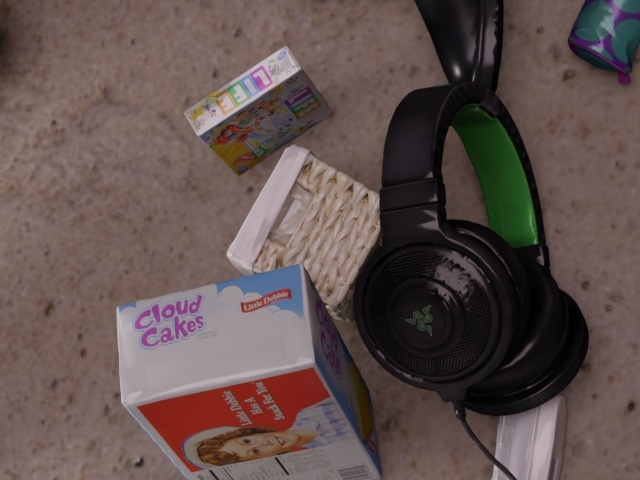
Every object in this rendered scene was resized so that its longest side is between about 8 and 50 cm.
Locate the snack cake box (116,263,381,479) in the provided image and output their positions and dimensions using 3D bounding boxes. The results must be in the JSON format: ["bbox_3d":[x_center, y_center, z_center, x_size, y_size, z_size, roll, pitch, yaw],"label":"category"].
[{"bbox_3d":[-0.053,0.126,1.556,0.152,0.264,0.089,-11,62,8],"label":"snack cake box"}]

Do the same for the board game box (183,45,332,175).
[{"bbox_3d":[-0.051,-0.110,1.659,0.103,0.154,0.026,-34,76,3],"label":"board game box"}]

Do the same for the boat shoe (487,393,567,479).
[{"bbox_3d":[0.160,0.213,1.613,0.063,0.066,0.184,7,82,22],"label":"boat shoe"}]

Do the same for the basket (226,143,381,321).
[{"bbox_3d":[0.000,0.000,1.627,0.103,0.167,0.113,28,86,9],"label":"basket"}]

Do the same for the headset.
[{"bbox_3d":[0.099,0.070,1.555,0.185,0.243,0.394,-10,72,26],"label":"headset"}]

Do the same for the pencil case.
[{"bbox_3d":[0.272,-0.218,1.667,0.070,0.064,0.151,30,86,-28],"label":"pencil case"}]

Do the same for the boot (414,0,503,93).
[{"bbox_3d":[0.058,-0.234,1.691,0.207,0.094,0.246,0,73,6],"label":"boot"}]
